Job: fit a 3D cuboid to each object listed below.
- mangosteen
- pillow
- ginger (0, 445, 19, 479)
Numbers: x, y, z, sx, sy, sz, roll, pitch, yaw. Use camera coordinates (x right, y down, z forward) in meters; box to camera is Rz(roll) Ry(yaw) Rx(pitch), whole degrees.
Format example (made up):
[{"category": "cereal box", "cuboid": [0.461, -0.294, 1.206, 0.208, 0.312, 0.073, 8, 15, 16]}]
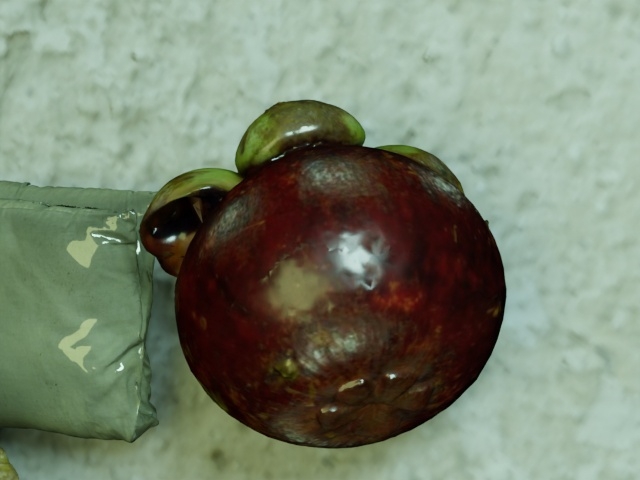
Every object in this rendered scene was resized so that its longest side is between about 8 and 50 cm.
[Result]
[{"category": "mangosteen", "cuboid": [0.005, 0.000, 0.832, 0.146, 0.156, 0.181, 141, 130, -59]}, {"category": "pillow", "cuboid": [-0.157, 0.033, 0.954, 0.181, 0.078, 0.134, 4, 100, 28]}, {"category": "ginger", "cuboid": [-0.242, 0.152, 1.007, 0.165, 0.067, 0.096, -1, 68, 29]}]
